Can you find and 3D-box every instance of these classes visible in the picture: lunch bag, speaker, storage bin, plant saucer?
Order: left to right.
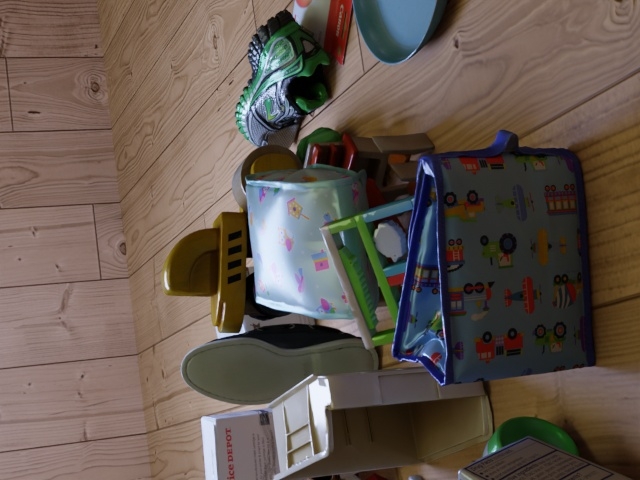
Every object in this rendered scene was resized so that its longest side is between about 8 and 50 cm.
[{"bbox_3d":[0.000,0.000,1.792,0.262,0.160,0.223,11,109,63],"label":"lunch bag"},{"bbox_3d":[0.085,0.271,1.759,0.260,0.262,0.123,137,128,-62],"label":"storage bin"},{"bbox_3d":[0.129,-0.433,1.819,0.317,0.044,0.317,176,90,-68],"label":"plant saucer"},{"bbox_3d":[0.220,0.012,1.438,0.138,0.221,0.293,23,114,61],"label":"lunch bag"},{"bbox_3d":[0.248,0.376,1.548,0.131,0.131,0.296,-121,35,-47],"label":"speaker"}]

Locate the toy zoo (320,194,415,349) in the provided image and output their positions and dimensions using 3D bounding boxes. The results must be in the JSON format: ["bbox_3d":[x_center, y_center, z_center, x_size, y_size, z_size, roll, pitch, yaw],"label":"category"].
[{"bbox_3d":[0.162,0.027,1.601,0.293,0.030,0.192,-16,100,26],"label":"toy zoo"}]

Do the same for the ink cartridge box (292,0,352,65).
[{"bbox_3d":[0.001,-0.417,2.129,0.179,0.045,0.145,-121,34,-52],"label":"ink cartridge box"}]

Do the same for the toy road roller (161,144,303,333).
[{"bbox_3d":[-0.158,-0.001,2.067,0.202,0.241,0.329,153,118,-77],"label":"toy road roller"}]

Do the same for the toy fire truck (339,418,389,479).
[{"bbox_3d":[0.073,0.365,1.960,0.135,0.192,0.047,-51,32,19],"label":"toy fire truck"}]

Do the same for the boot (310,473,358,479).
[{"bbox_3d":[-0.029,0.324,2.085,0.283,0.109,0.220,67,-173,16],"label":"boot"}]

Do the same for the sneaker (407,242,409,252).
[{"bbox_3d":[0.173,0.011,1.699,0.275,0.110,0.107,107,150,-42],"label":"sneaker"}]

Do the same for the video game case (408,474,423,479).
[{"bbox_3d":[0.181,0.517,1.877,0.212,0.023,0.193,-130,42,-55],"label":"video game case"}]

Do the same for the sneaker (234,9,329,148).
[{"bbox_3d":[-0.068,-0.265,2.206,0.146,0.134,0.343,45,154,18],"label":"sneaker"}]

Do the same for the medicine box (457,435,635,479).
[{"bbox_3d":[0.294,0.402,1.306,0.289,0.149,0.263,20,113,41],"label":"medicine box"}]

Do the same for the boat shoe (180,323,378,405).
[{"bbox_3d":[-0.075,0.203,2.052,0.113,0.340,0.127,-116,20,-70],"label":"boat shoe"}]

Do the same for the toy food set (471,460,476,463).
[{"bbox_3d":[0.227,0.397,1.757,0.122,0.019,0.078,-66,35,35],"label":"toy food set"}]

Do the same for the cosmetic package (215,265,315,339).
[{"bbox_3d":[-0.118,0.152,2.366,0.183,0.151,0.151,128,133,-59],"label":"cosmetic package"}]

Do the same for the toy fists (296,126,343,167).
[{"bbox_3d":[0.008,-0.064,2.104,0.142,0.096,0.279,-164,73,-65],"label":"toy fists"}]

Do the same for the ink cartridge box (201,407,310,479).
[{"bbox_3d":[-0.103,0.413,2.261,0.100,0.237,0.172,169,96,-67],"label":"ink cartridge box"}]

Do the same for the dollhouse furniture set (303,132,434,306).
[{"bbox_3d":[0.079,-0.058,1.878,0.259,0.135,0.262,-119,33,-46],"label":"dollhouse furniture set"}]
